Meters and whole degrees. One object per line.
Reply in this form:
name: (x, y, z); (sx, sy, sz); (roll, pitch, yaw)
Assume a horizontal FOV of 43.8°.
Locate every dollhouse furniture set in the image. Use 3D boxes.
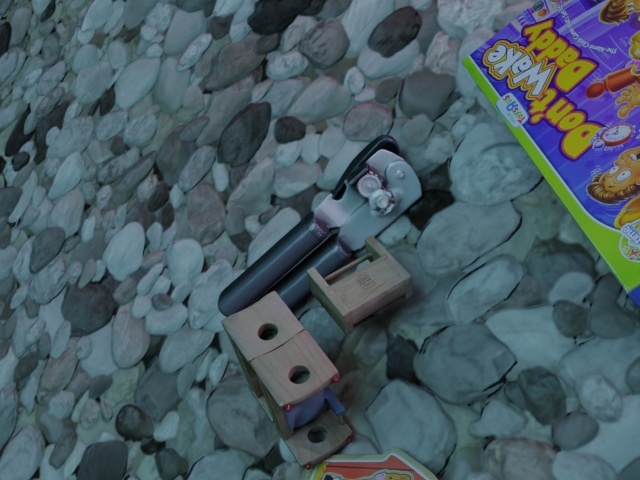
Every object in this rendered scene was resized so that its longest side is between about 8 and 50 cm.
dollhouse furniture set: (0.019, 0.116, 0.828); (0.183, 0.129, 0.129); (-29, 49, -14)

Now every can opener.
can opener: (0.000, 0.000, 0.917); (0.280, 0.074, 0.093); (-43, 17, 11)

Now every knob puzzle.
knob puzzle: (0.039, 0.269, 0.728); (0.213, 0.030, 0.213); (-24, 32, 16)

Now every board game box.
board game box: (0.295, -0.123, 0.696); (0.233, 0.078, 0.347); (-38, 41, 17)
